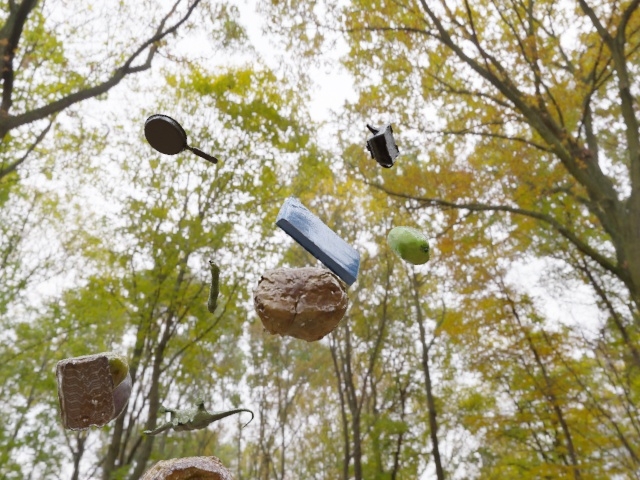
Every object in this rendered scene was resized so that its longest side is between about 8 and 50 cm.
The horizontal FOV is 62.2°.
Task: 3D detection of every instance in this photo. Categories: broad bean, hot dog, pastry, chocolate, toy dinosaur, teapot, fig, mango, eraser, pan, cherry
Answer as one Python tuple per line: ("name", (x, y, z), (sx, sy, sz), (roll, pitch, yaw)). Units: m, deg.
("broad bean", (-0.485, 0.211, 2.412), (0.053, 0.052, 0.256), (-5, -74, -35))
("hot dog", (-0.241, 0.535, 0.957), (0.196, 0.272, 0.122), (1, -24, -13))
("pastry", (-0.065, 0.210, 1.730), (0.311, 0.255, 0.162), (5, -42, -1))
("chocolate", (-0.706, 0.454, 1.587), (0.148, 0.214, 0.093), (-1, -8, -43))
("toy dinosaur", (-0.392, 0.543, 1.623), (0.363, 0.076, 0.147), (-12, -36, 3))
("teapot", (0.200, -0.322, 1.805), (0.096, 0.087, 0.177), (-4, -54, 30))
("fig", (-0.700, 0.427, 1.740), (0.136, 0.121, 0.153), (-4, -53, 2))
("mango", (0.283, 0.015, 1.728), (0.100, 0.178, 0.119), (-18, -59, -28))
("eraser", (0.000, 0.000, 1.644), (0.312, 0.144, 0.042), (41, -60, -15))
("pan", (-0.410, -0.282, 1.556), (0.235, 0.028, 0.136), (27, -46, -11))
("cherry", (-0.785, 0.544, 1.924), (0.183, 0.213, 0.266), (-1, -34, -2))
